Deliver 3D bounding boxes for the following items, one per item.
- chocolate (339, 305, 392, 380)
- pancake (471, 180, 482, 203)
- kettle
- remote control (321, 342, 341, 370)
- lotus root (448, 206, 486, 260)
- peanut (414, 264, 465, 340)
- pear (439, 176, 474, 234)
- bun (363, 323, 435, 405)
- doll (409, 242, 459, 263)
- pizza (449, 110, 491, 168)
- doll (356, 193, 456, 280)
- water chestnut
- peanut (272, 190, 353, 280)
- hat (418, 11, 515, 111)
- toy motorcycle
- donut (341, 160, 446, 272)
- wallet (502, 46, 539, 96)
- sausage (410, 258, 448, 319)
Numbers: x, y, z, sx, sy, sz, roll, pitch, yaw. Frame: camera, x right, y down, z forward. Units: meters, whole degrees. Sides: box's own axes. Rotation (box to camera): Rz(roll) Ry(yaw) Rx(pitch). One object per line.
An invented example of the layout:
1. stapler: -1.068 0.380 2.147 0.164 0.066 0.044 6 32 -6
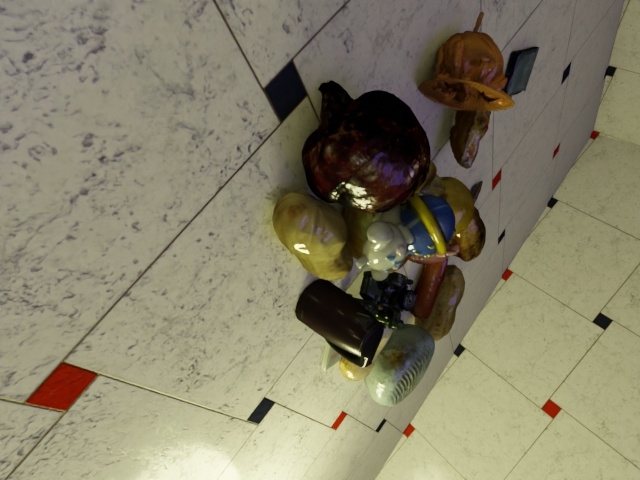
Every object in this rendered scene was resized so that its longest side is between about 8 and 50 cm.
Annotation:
1. chocolate: 0.167 0.365 1.489 0.134 0.134 0.309 9 110 -54
2. pancake: 0.642 -0.187 1.776 0.191 0.020 0.184 -57 145 -4
3. kettle: 0.056 0.242 1.149 0.144 0.232 0.202 -23 133 -40
4. remote control: 0.050 0.352 1.409 0.087 0.029 0.190 -21 130 -44
5. lotus root: 0.573 -0.048 1.656 0.193 0.193 0.291 -49 141 -16
6. peanut: 0.552 0.288 1.890 0.192 0.169 0.387 -16 127 -53
7. pear: 0.403 -0.107 1.370 0.208 0.208 0.209 -32 138 -35
8. bun: 0.309 0.498 1.695 0.361 0.211 0.362 -36 142 -34
9. doll: 0.365 0.035 1.421 0.262 0.211 0.093 -11 101 -57
10. pizza: 0.476 -0.386 1.275 0.071 0.189 0.297 3 126 -4
11. doll: 0.182 -0.030 0.936 0.242 0.160 0.311 -21 162 15
12. water chestnut: 0.094 -0.192 0.855 0.289 0.289 0.245 -32 133 -35
13. peanut: 0.000 0.000 0.973 0.148 0.147 0.319 -51 142 -12
14. hat: 0.413 -0.493 1.101 0.233 0.244 0.234 7 95 -62
15. toy motorcycle: 0.191 0.183 1.344 0.275 0.127 0.205 25 73 -32
16. donut: 0.215 -0.078 1.173 0.360 0.170 0.361 -32 138 -33
17. wallet: 0.754 -0.640 1.564 0.222 0.036 0.168 -31 136 -39
18. sausage: 0.463 0.187 1.757 0.102 0.102 0.331 -16 127 -46
